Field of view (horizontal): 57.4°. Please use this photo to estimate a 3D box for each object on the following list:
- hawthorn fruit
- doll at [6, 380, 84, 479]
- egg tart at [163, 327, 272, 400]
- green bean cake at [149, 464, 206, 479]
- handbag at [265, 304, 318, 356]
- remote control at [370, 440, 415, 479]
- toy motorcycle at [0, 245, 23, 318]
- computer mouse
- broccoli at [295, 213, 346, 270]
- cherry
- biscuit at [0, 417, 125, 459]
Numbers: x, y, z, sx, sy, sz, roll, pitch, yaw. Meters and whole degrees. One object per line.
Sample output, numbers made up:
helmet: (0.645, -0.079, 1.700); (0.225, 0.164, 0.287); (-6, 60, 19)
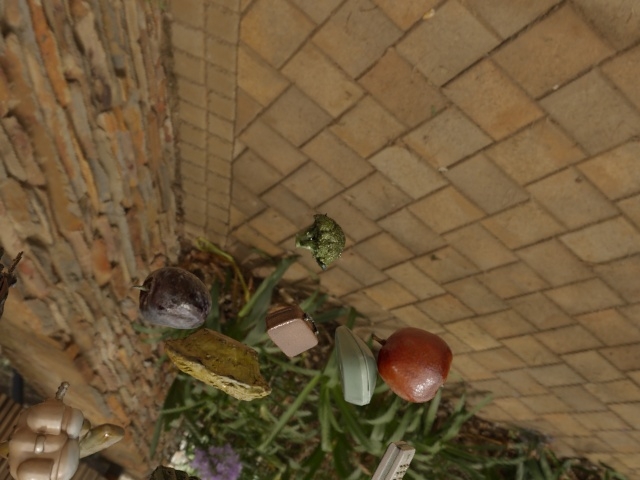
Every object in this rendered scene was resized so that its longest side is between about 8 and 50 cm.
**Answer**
hawthorn fruit: (0.230, 0.310, 1.537); (0.226, 0.196, 0.196); (32, 151, 5)
doll: (-0.500, 0.355, 1.079); (0.119, 0.154, 0.278); (10, 176, -19)
egg tart: (-0.292, 0.348, 1.717); (0.341, 0.132, 0.341); (26, 172, 4)
green bean cake: (-0.380, 0.750, 1.555); (0.255, 0.241, 0.132); (30, 174, -27)
handbag: (-0.094, 0.309, 2.019); (0.151, 0.072, 0.193); (-26, 131, 9)
remote control: (0.159, 0.668, 1.552); (0.056, 0.277, 0.103); (26, 177, 30)
toy motorcycle: (-0.800, 0.118, 1.380); (0.134, 0.401, 0.207); (22, 117, -26)
computer mouse: (0.096, 0.329, 1.567); (0.097, 0.159, 0.288); (-6, -169, -1)
broccoli: (0.000, 0.000, 1.403); (0.120, 0.130, 0.131); (2, 108, -5)
cherry: (-0.538, 0.209, 2.129); (0.296, 0.218, 0.255); (32, 150, -24)
biscuit: (-0.747, 0.587, 1.698); (0.291, 0.062, 0.237); (-23, 145, 16)
